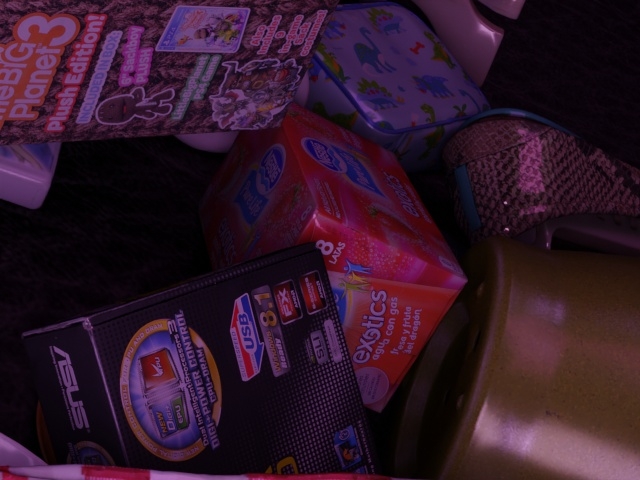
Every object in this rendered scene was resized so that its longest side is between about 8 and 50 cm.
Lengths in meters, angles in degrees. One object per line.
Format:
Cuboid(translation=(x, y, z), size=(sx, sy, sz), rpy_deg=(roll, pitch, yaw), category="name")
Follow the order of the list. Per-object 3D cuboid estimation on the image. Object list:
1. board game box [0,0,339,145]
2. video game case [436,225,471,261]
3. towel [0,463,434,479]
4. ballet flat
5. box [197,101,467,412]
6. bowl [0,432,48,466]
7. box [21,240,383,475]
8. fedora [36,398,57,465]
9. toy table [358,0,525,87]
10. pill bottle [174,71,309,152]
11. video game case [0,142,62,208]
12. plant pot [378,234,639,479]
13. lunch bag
Cuboid(translation=(-0.172, -0.201, 1.105), size=(0.291, 0.141, 0.232), rpy_deg=(-6, 55, -29), category="board game box")
Cuboid(translation=(0.144, 0.084, 1.364), size=(0.274, 0.026, 0.196), rpy_deg=(34, 33, -10), category="video game case")
Cuboid(translation=(-0.062, 0.200, 0.693), size=(0.329, 0.037, 0.237), rpy_deg=(6, 44, -19), category="towel")
Cuboid(translation=(0.316, 0.011, 1.521), size=(0.482, 0.164, 0.182), rpy_deg=(13, 60, -34), category="ballet flat")
Cuboid(translation=(0.000, 0.000, 1.173), size=(0.128, 0.123, 0.257), rpy_deg=(25, 17, -19), category="box")
Cuboid(translation=(-0.226, 0.222, 0.735), size=(0.298, 0.134, 0.298), rpy_deg=(26, 34, -20), category="bowl")
Cuboid(translation=(-0.049, 0.154, 0.942), size=(0.216, 0.060, 0.270), rpy_deg=(-17, 93, -52), category="box")
Cuboid(translation=(-0.092, 0.123, 1.036), size=(0.194, 0.079, 0.194), rpy_deg=(26, 34, -20), category="fedora")
Cuboid(translation=(0.145, -0.304, 1.653), size=(0.161, 0.252, 0.274), rpy_deg=(22, 35, 0), category="toy table")
Cuboid(translation=(-0.093, -0.197, 1.372), size=(0.131, 0.131, 0.229), rpy_deg=(17, 39, -30), category="pill bottle")
Cuboid(translation=(-0.331, -0.187, 1.145), size=(0.329, 0.036, 0.300), rpy_deg=(20, 44, -15), category="video game case")
Cuboid(translation=(0.237, 0.161, 1.106), size=(0.353, 0.366, 0.366), rpy_deg=(21, 36, -7), category="plant pot")
Cuboid(translation=(0.048, -0.146, 1.486), size=(0.219, 0.090, 0.176), rpy_deg=(-16, 62, -52), category="lunch bag")
